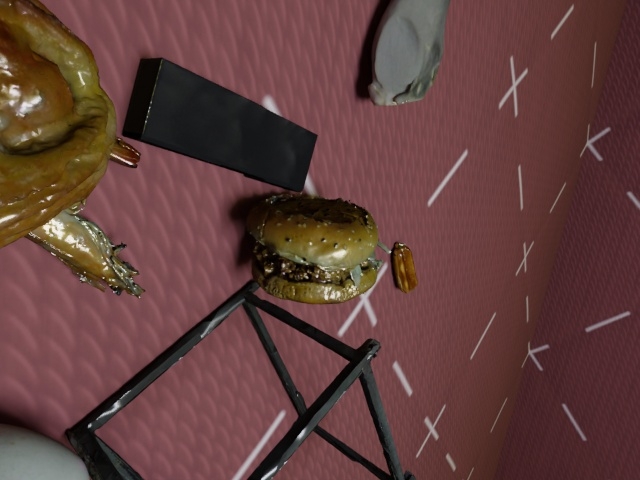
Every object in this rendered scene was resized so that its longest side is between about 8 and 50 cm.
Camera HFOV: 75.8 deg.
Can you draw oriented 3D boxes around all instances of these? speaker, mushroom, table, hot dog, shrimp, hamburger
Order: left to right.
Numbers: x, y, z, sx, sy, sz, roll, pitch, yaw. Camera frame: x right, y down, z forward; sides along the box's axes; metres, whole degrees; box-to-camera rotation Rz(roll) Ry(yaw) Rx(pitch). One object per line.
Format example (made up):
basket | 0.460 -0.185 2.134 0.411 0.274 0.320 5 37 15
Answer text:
hot dog | -0.249 -0.069 0.250 0.259 0.114 0.175 -40 113 -31
shrimp | -0.206 -0.030 0.386 0.124 0.034 0.178 -54 127 -23
speaker | -0.098 -0.118 0.465 0.218 0.044 0.082 10 97 -49
table | -0.062 0.281 0.522 0.272 0.223 0.334 -42 132 -31
hamburger | 0.000 0.000 0.526 0.186 0.177 0.113 0 104 -6
hot dog | 0.170 0.057 0.844 0.049 0.037 0.121 -30 120 -24
mushroom | 0.156 -0.352 0.624 0.109 0.097 0.350 27 81 -50

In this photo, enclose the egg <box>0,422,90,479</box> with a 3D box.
egg | -0.283 0.214 0.301 0.209 0.151 0.151 8 98 -51
